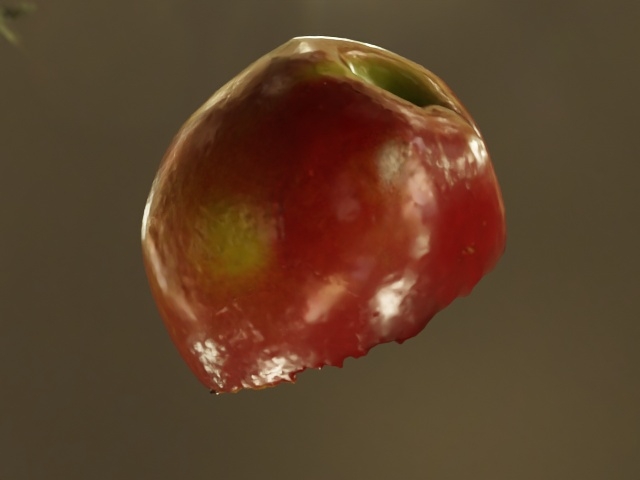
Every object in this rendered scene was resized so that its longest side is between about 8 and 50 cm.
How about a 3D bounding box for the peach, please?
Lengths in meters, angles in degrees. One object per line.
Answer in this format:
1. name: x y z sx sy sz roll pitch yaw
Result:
1. peach: 0.000 0.000 1.155 0.226 0.196 0.190 -65 -147 25
